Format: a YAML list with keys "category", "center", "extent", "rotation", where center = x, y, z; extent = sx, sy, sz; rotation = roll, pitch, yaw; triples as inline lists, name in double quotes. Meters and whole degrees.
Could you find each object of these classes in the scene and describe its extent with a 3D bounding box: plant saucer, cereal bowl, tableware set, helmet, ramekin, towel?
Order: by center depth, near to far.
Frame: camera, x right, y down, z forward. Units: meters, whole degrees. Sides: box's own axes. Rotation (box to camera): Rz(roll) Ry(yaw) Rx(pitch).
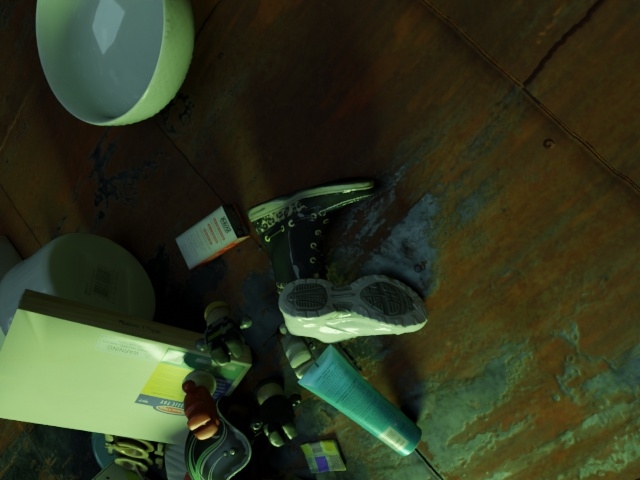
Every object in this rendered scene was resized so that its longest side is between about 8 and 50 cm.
- category: "cereal bowl"
  center: [-0.356, -0.381, 0.930]
  extent: [0.338, 0.141, 0.339]
  rotation: [5, 101, 29]
- category: "towel"
  center: [0.005, 0.398, 0.933]
  extent: [0.083, 0.009, 0.060]
  rotation: [-19, 90, 30]
- category: "helmet"
  center: [-0.171, 0.396, 0.945]
  extent: [0.169, 0.169, 0.162]
  rotation: [30, 97, 22]
- category: "ramekin"
  center: [-0.465, 0.117, 1.005]
  extent: [0.135, 0.277, 0.277]
  rotation: [-35, 81, 21]
- category: "tableware set"
  center: [-0.404, 0.462, 1.079]
  extent: [0.128, 0.039, 0.194]
  rotation: [18, 139, -5]
- category: "plant saucer"
  center: [-0.496, 0.502, 1.215]
  extent: [0.194, 0.037, 0.195]
  rotation: [5, 101, 29]

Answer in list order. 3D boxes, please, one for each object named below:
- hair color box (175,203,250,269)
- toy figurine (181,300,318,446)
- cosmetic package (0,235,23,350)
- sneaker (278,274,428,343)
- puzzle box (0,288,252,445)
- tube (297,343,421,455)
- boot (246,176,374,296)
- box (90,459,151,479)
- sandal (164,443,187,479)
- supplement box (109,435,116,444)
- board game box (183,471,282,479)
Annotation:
- category: "hair color box"
  center: [-0.207, -0.006, 0.965]
  extent: [0.141, 0.043, 0.072]
  rotation: [-29, 84, 31]
- category: "toy figurine"
  center: [-0.122, 0.223, 0.863]
  extent: [0.213, 0.148, 0.210]
  rotation: [12, 103, -19]
- category: "cosmetic package"
  center: [-0.809, 0.221, 1.313]
  extent: [0.377, 0.097, 0.284]
  rotation: [47, 120, 14]
- category: "sneaker"
  center: [0.051, 0.118, 0.806]
  extent: [0.232, 0.090, 0.115]
  rotation: [5, 141, 2]
- category: "puzzle box"
  center: [-0.367, 0.254, 0.931]
  extent: [0.272, 0.408, 0.052]
  rotation: [-55, 30, 24]
- category: "tube"
  center: [0.068, 0.261, 0.810]
  extent: [0.207, 0.052, 0.080]
  rotation: [40, 86, -5]
- category: "boot"
  center: [0.000, 0.000, 0.832]
  extent: [0.236, 0.085, 0.179]
  rotation: [-13, 96, 30]
- category: "box"
  center: [-0.457, 0.676, 1.171]
  extent: [0.169, 0.087, 0.290]
  rotation: [20, 111, 14]
- category: "sandal"
  center: [-0.265, 0.538, 1.078]
  extent: [0.101, 0.076, 0.265]
  rotation: [-19, 67, 16]
- category: "supplement box"
  center: [-0.431, 0.397, 1.133]
  extent: [0.056, 0.083, 0.083]
  rotation: [-16, 90, 30]
- category: "board game box"
  center: [-0.155, 0.518, 0.945]
  extent: [0.281, 0.145, 0.027]
  rotation: [-5, 132, 20]
